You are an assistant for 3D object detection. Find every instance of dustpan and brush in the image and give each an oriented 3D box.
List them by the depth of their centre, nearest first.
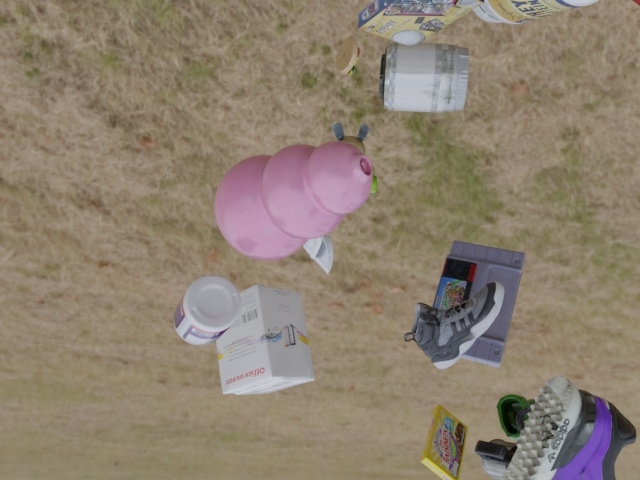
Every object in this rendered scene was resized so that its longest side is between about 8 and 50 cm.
[{"bbox_3d":[0.000,0.000,2.114,0.060,0.147,0.211,-10,134,-41],"label":"dustpan and brush"}]

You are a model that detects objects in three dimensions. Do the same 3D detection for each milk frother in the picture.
[{"bbox_3d":[0.403,0.416,1.263,0.129,0.143,0.135,46,157,-7],"label":"milk frother"}]

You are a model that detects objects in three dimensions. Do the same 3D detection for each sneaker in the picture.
[{"bbox_3d":[0.305,0.332,0.787,0.146,0.293,0.102,24,-172,-3],"label":"sneaker"},{"bbox_3d":[0.324,0.185,1.533,0.153,0.101,0.268,34,106,-7],"label":"sneaker"}]

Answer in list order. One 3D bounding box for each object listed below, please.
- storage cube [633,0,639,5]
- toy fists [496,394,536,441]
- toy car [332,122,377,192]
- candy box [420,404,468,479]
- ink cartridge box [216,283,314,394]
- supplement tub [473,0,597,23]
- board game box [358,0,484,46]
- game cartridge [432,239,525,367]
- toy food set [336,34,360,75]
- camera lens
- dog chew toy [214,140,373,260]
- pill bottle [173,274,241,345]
[{"bbox_3d":[0.894,-0.657,1.501,0.184,0.215,0.193,-43,157,7],"label":"storage cube"},{"bbox_3d":[0.514,0.492,1.451,0.096,0.279,0.142,-34,134,22],"label":"toy fists"},{"bbox_3d":[0.085,-0.242,1.770,0.155,0.149,0.188,2,118,-2],"label":"toy car"},{"bbox_3d":[0.322,0.522,1.592,0.105,0.206,0.027,37,122,0],"label":"candy box"},{"bbox_3d":[-0.144,0.253,1.549,0.171,0.232,0.168,-25,154,32],"label":"ink cartridge box"},{"bbox_3d":[0.516,-0.647,1.475,0.228,0.228,0.316,13,-179,-25],"label":"supplement tub"},{"bbox_3d":[0.219,-0.521,1.389,0.165,0.042,0.243,8,168,-30],"label":"board game box"},{"bbox_3d":[0.456,0.178,1.837,0.230,0.355,0.068,12,158,18],"label":"game cartridge"},{"bbox_3d":[0.059,-0.400,1.348,0.020,0.083,0.082,8,119,-30],"label":"toy food set"},{"bbox_3d":[0.333,-0.530,2.020,0.275,0.219,0.219,4,155,7],"label":"camera lens"},{"bbox_3d":[-0.044,-0.084,1.154,0.332,0.206,0.207,-18,149,40],"label":"dog chew toy"},{"bbox_3d":[-0.228,0.144,1.211,0.108,0.108,0.193,9,157,-19],"label":"pill bottle"}]
